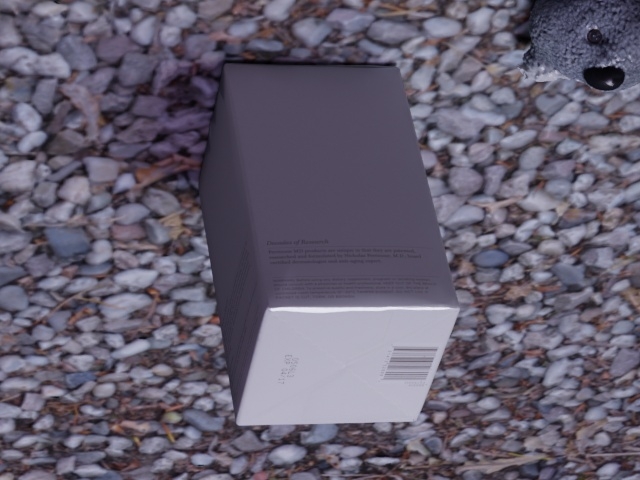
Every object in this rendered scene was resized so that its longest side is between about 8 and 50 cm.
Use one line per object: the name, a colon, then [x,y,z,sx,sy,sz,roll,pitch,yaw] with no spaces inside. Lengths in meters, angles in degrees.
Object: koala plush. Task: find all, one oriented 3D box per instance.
koala plush: [0.290,-0.186,1.783,0.221,0.203,0.196,8,143,8]

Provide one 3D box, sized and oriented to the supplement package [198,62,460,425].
supplement package: [0.000,0.000,1.809,0.175,0.293,0.177,0,141,-14]
